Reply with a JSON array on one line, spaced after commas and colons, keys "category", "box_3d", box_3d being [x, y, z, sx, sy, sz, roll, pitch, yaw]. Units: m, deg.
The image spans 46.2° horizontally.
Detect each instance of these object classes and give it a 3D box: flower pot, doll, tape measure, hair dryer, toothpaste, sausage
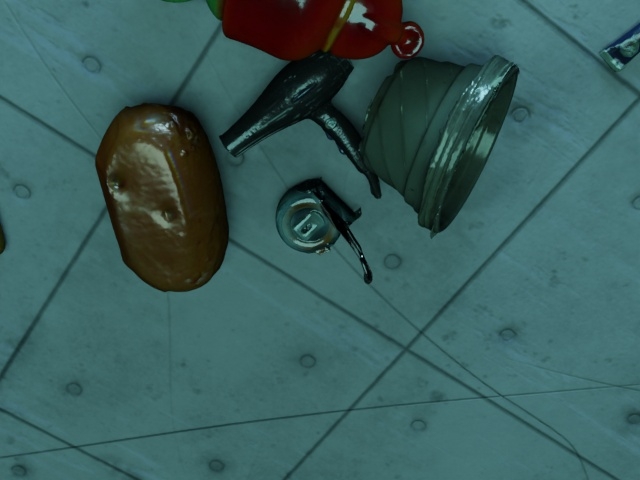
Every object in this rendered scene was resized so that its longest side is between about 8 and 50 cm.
[{"category": "flower pot", "box_3d": [0.135, -0.133, 0.921, 0.140, 0.235, 0.236, 25, 117, 13]}, {"category": "doll", "box_3d": [-0.043, -0.302, 0.852, 0.363, 0.160, 0.183, 24, 112, -10]}, {"category": "tape measure", "box_3d": [-0.003, -0.002, 1.005, 0.107, 0.180, 0.104, -42, 125, 19]}, {"category": "hair dryer", "box_3d": [0.003, -0.125, 0.983, 0.195, 0.075, 0.219, -38, 110, 10]}, {"category": "toothpaste", "box_3d": [0.416, -0.268, 0.933, 0.037, 0.021, 0.140, 42, 114, -16]}, {"category": "sausage", "box_3d": [-0.205, -0.051, 0.998, 0.153, 0.141, 0.268, -6, 117, 5]}]

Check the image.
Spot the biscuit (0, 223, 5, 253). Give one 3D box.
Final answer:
[{"category": "biscuit", "box_3d": [-0.567, -0.045, 1.073, 0.182, 0.034, 0.215, -24, 114, 13]}]
